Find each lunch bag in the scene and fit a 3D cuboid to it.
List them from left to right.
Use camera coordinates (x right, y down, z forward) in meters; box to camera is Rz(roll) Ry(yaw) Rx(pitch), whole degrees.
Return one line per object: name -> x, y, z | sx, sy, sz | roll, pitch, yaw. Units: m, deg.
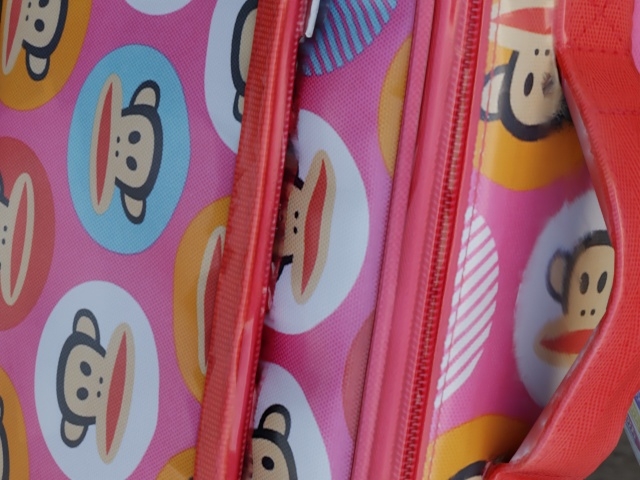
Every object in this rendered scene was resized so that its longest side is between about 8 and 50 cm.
lunch bag -> 0.000, 0.000, 0.597 | 0.258, 0.120, 0.293 | 15, 100, 49

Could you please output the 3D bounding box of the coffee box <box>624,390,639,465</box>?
coffee box -> 0.295, -0.020, 0.969 | 0.338, 0.334, 0.338 | -23, 77, 2
